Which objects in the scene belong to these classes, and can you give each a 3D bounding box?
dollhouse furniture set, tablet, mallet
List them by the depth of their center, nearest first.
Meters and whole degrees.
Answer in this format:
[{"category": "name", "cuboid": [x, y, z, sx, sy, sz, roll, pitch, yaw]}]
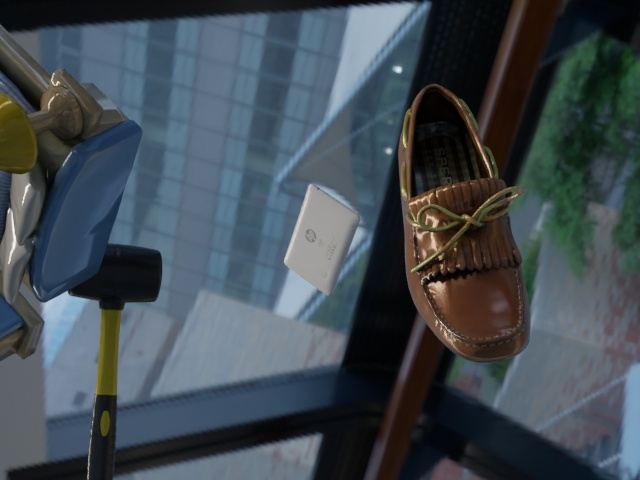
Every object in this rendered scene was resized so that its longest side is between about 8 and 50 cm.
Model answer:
[{"category": "dollhouse furniture set", "cuboid": [-0.296, -0.045, 0.678, 0.198, 0.286, 0.303, -33, -17, -41]}, {"category": "mallet", "cuboid": [-0.132, 0.095, 0.748, 0.039, 0.062, 0.190, 172, 95, -72]}, {"category": "tablet", "cuboid": [0.000, 0.000, 0.927, 0.006, 0.054, 0.083, -26, -37, -49]}]

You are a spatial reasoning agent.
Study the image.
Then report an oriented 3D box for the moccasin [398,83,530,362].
[{"category": "moccasin", "cuboid": [0.165, -0.028, 1.304, 0.147, 0.139, 0.380, 82, -174, -50]}]
